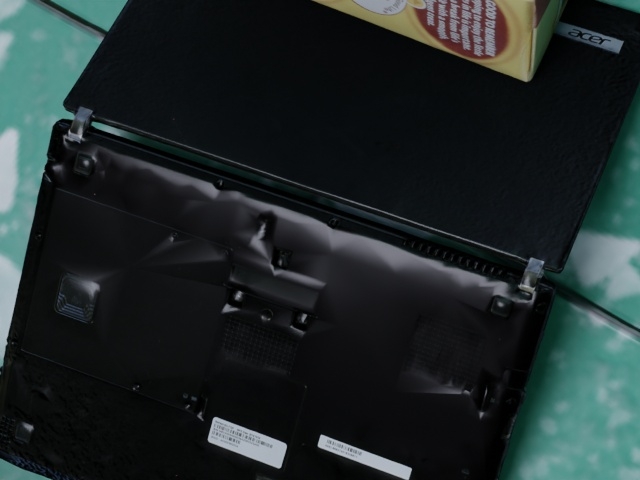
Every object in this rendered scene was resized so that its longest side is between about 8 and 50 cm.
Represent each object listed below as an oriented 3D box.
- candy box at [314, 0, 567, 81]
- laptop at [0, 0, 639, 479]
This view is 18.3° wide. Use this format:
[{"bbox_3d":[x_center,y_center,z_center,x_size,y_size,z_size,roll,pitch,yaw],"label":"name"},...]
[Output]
[{"bbox_3d":[-0.013,-0.217,0.904,0.316,0.087,0.183,23,72,12],"label":"candy box"},{"bbox_3d":[0.000,0.000,0.914,0.234,0.136,0.264,19,108,12],"label":"laptop"}]
